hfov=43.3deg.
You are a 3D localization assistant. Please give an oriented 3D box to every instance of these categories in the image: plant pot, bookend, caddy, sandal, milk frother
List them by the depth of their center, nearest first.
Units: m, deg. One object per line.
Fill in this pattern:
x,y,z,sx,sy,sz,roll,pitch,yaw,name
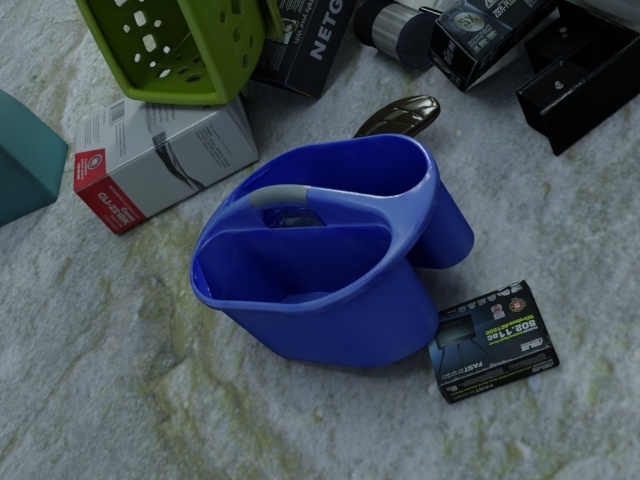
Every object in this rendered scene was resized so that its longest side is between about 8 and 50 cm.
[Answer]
0.000,0.000,0.906,0.341,0.179,0.241,-2,50,44,caddy
0.301,-0.209,1.012,0.156,0.072,0.157,-37,41,-1,bookend
0.076,-0.111,1.086,0.219,0.060,0.090,-44,34,11,sandal
-0.199,-0.354,1.198,0.227,0.228,0.207,11,48,35,plant pot
0.124,-0.351,1.204,0.129,0.143,0.135,-34,39,-10,milk frother
-0.601,-0.171,1.444,0.165,0.234,0.166,-22,43,14,plant pot

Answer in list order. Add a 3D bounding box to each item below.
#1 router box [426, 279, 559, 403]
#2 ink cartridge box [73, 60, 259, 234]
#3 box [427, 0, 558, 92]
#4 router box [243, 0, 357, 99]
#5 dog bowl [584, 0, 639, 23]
0.172,0.104,0.833,0.122,0.038,0.092,-23,43,13,router box
-0.249,-0.162,1.295,0.273,0.114,0.197,-27,42,9,ink cartridge box
0.235,-0.298,1.063,0.180,0.147,0.077,-42,85,0,box
-0.047,-0.407,1.320,0.243,0.081,0.309,28,98,45,router box
0.408,-0.405,0.969,0.348,0.102,0.349,5,55,-7,dog bowl
